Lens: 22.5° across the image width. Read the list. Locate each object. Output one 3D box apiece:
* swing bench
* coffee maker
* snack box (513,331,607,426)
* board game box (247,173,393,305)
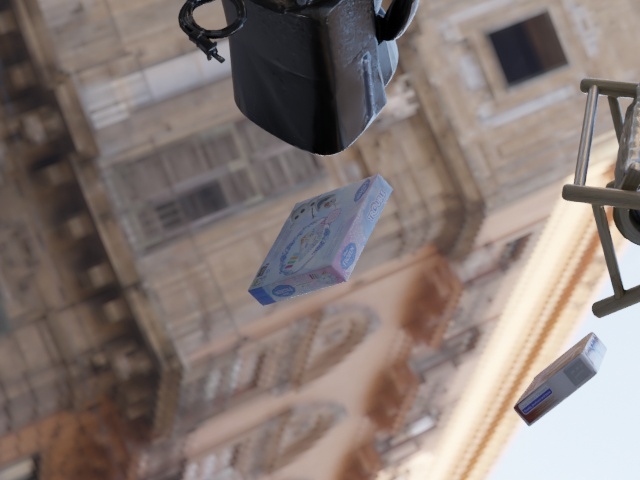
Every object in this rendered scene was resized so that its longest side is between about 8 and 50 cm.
[{"bbox_3d":[0.405,-0.068,1.700,0.255,0.253,0.165,-8,-59,19],"label":"swing bench"},{"bbox_3d":[-0.021,-0.146,1.111,0.120,0.171,0.178,54,-15,28],"label":"coffee maker"},{"bbox_3d":[0.185,0.104,1.228,0.022,0.064,0.178,50,10,7],"label":"snack box"},{"bbox_3d":[0.000,0.000,1.143,0.090,0.090,0.020,-19,-56,46],"label":"board game box"}]
